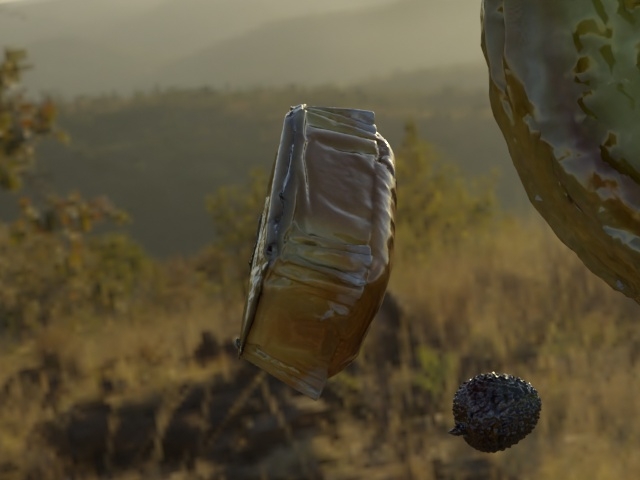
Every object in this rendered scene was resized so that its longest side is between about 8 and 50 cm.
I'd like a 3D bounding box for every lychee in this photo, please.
[{"bbox_3d":[0.146,0.145,1.470,0.083,0.067,0.068,-16,-6,-1],"label":"lychee"}]

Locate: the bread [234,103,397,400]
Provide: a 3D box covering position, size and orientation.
[{"bbox_3d":[0.000,0.000,1.415,0.107,0.136,0.241,16,36,-6],"label":"bread"}]

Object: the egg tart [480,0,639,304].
[{"bbox_3d":[0.219,-0.097,0.737,0.315,0.315,0.120,-7,-2,11],"label":"egg tart"}]
